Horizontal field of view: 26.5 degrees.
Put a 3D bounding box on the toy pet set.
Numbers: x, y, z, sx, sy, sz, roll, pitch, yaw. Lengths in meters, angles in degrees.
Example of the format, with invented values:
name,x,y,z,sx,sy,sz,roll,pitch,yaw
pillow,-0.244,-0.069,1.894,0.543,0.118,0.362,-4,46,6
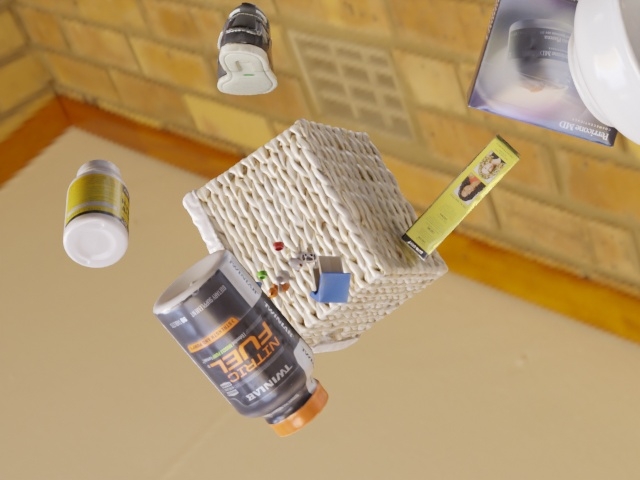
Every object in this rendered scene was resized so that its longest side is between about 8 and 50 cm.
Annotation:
name,x,y,z,sx,sy,sz,roll,pitch,yaw
toy pet set,-0.024,0.062,1.881,0.114,0.122,0.065,2,-123,-19

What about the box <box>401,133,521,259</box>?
name,x,y,z,sx,sy,sz,roll,pitch,yaw
box,0.234,-0.073,2.265,0.232,0.058,0.087,-48,178,12

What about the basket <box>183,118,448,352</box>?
name,x,y,z,sx,sy,sz,roll,pitch,yaw
basket,0.000,0.000,2.358,0.266,0.331,0.328,-34,165,21

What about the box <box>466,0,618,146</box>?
name,x,y,z,sx,sy,sz,roll,pitch,yaw
box,0.465,-0.367,2.636,0.296,0.294,0.183,16,-164,1

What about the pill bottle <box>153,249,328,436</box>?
name,x,y,z,sx,sy,sz,roll,pitch,yaw
pill bottle,-0.095,0.141,1.781,0.130,0.245,0.130,-37,-166,10

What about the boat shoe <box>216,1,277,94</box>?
name,x,y,z,sx,sy,sz,roll,pitch,yaw
boat shoe,-0.099,-0.251,1.849,0.084,0.079,0.233,1,168,-3

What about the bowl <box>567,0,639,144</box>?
name,x,y,z,sx,sy,sz,roll,pitch,yaw
bowl,0.410,-0.233,1.735,0.134,0.298,0.298,-21,-154,41

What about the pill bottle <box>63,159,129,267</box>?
name,x,y,z,sx,sy,sz,roll,pitch,yaw
pill bottle,-0.227,-0.031,1.381,0.065,0.065,0.116,-18,-142,6
